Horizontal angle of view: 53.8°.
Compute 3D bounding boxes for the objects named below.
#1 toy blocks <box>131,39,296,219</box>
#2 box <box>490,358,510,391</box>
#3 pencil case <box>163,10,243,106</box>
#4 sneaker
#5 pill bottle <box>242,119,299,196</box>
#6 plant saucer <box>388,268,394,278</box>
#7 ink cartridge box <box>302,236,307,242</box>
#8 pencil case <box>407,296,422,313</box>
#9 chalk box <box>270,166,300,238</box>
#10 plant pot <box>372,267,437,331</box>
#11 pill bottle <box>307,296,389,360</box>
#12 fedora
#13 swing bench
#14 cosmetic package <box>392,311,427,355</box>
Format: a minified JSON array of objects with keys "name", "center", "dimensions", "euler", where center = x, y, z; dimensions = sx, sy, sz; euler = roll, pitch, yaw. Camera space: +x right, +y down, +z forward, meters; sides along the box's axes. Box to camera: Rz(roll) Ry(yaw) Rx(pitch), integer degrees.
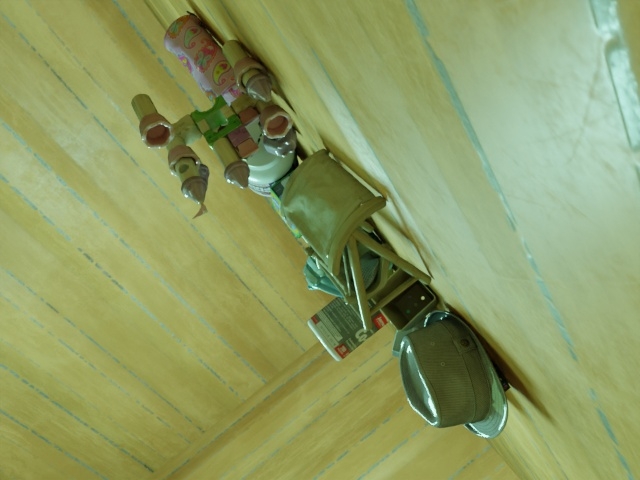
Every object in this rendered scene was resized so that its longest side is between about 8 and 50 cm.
[{"name":"toy blocks","center":[-0.183,-0.195,1.330],"dimensions":[0.260,0.288,0.309],"euler":[56,177,34]},{"name":"box","center":[0.343,0.279,1.303],"dimensions":[0.083,0.052,0.062],"euler":[53,179,-35]},{"name":"pencil case","center":[-0.273,-0.437,1.563],"dimensions":[0.284,0.124,0.124],"euler":[52,178,24]},{"name":"sneaker","center":[0.000,0.000,1.515],"dimensions":[0.319,0.208,0.127],"euler":[52,-154,9]},{"name":"pill bottle","center":[-0.148,-0.222,1.682],"dimensions":[0.169,0.169,0.301],"euler":[51,178,7]},{"name":"plant saucer","center":[0.140,0.054,1.662],"dimensions":[0.188,0.045,0.188],"euler":[50,170,49]},{"name":"ink cartridge box","center":[-0.104,-0.161,2.193],"dimensions":[0.226,0.131,0.306],"euler":[50,178,34]},{"name":"pencil case","center":[0.229,0.173,1.695],"dimensions":[0.070,0.064,0.152],"euler":[36,178,-4]},{"name":"chalk box","center":[-0.044,-0.112,1.671],"dimensions":[0.132,0.132,0.213],"euler":[52,171,6]},{"name":"plant pot","center":[0.196,0.135,1.399],"dimensions":[0.109,0.109,0.096],"euler":[50,-171,30]},{"name":"pill bottle","center":[0.116,0.225,1.949],"dimensions":[0.161,0.283,0.161],"euler":[51,177,4]},{"name":"fedora","center":[0.242,0.277,1.266],"dimensions":[0.243,0.124,0.275],"euler":[105,148,-56]},{"name":"swing bench","center":[0.049,-0.008,1.249],"dimensions":[0.254,0.165,0.253],"euler":[54,177,-38]},{"name":"cosmetic package","center":[0.245,0.248,1.553],"dimensions":[0.127,0.107,0.238],"euler":[13,171,8]}]
